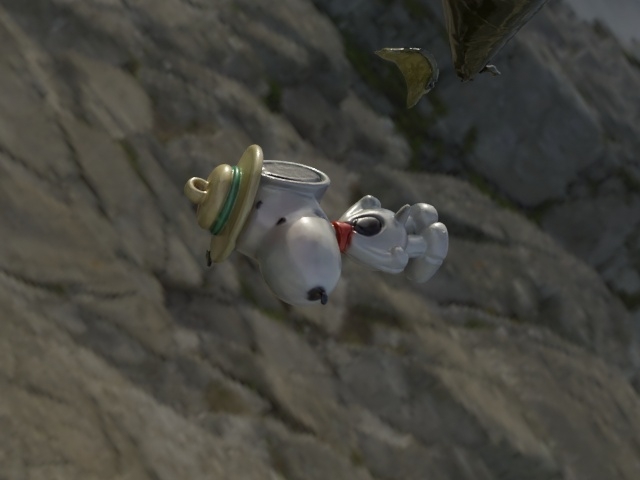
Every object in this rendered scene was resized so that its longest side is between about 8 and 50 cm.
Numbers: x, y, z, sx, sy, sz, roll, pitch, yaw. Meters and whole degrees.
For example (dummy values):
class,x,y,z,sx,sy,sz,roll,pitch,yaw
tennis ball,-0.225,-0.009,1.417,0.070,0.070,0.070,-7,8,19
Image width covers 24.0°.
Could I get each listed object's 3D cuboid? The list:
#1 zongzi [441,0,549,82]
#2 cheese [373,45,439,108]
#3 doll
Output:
class,x,y,z,sx,sy,sz,roll,pitch,yaw
zongzi,0.208,-0.257,1.376,0.447,0.181,0.418,-109,-162,-58
cheese,0.104,-0.209,1.808,0.084,0.041,0.060,50,-27,3
doll,-0.003,-0.015,1.673,0.271,0.144,0.208,-17,58,-48
